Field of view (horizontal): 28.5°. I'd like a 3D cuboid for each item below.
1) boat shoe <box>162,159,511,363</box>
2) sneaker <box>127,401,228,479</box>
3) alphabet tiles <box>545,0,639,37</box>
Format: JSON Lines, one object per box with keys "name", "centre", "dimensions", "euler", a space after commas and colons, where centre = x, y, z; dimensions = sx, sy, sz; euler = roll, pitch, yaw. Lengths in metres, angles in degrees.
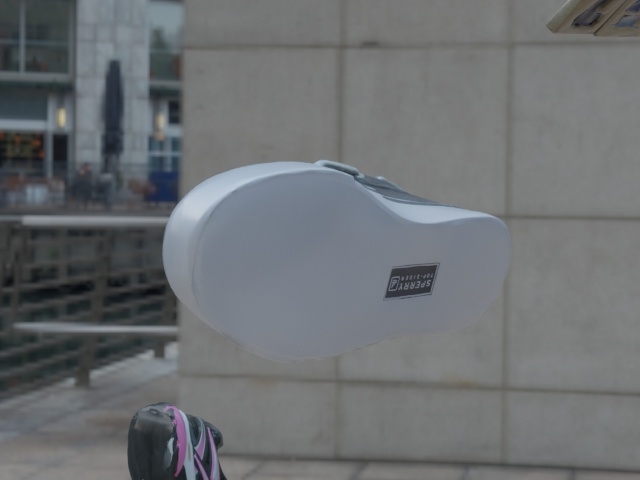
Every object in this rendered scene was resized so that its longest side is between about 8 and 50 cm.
{"name": "boat shoe", "centre": [0.000, 0.000, 0.741], "dimensions": [0.102, 0.108, 0.301], "euler": [23, 14, 34]}
{"name": "sneaker", "centre": [-0.094, 0.212, 0.934], "dimensions": [0.072, 0.178, 0.077], "euler": [-12, -20, 39]}
{"name": "alphabet tiles", "centre": [0.274, -0.237, 0.685], "dimensions": [0.285, 0.011, 0.342], "euler": [-11, -31, -52]}
